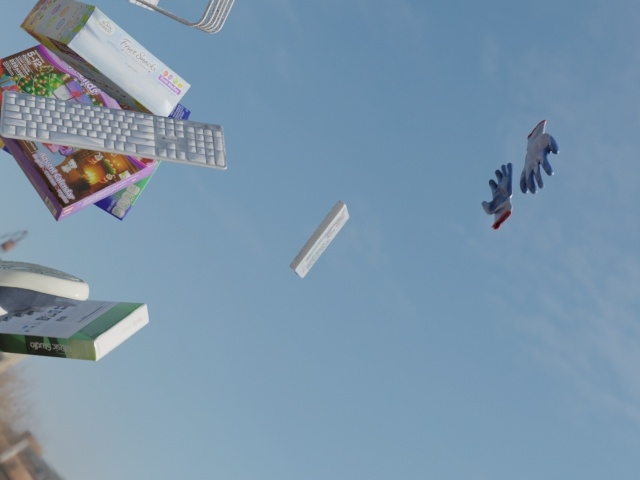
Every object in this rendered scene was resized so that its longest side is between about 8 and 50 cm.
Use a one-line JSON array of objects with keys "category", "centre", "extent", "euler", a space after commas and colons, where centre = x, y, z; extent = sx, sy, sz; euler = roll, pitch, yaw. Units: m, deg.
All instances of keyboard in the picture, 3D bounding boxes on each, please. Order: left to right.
[{"category": "keyboard", "centre": [-0.233, -0.125, 1.159], "extent": [0.072, 0.256, 0.014], "euler": [-104, -151, -44]}]

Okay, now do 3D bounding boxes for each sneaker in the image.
[{"category": "sneaker", "centre": [-0.509, 0.105, 1.437], "extent": [0.131, 0.350, 0.148], "euler": [-166, -100, -71]}]

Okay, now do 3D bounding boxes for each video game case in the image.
[{"category": "video game case", "centre": [0.000, 0.000, 1.949], "extent": [0.019, 0.157, 0.143], "euler": [37, -4, 9]}]

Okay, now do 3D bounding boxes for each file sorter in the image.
[{"category": "file sorter", "centre": [-0.273, -0.547, 2.112], "extent": [0.173, 0.193, 0.277], "euler": [25, 8, -2]}]

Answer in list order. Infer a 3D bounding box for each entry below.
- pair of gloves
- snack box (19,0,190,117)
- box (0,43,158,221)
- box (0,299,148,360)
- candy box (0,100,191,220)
[{"category": "pair of gloves", "centre": [0.333, -0.105, 1.697], "extent": [0.023, 0.159, 0.198], "euler": [28, -53, -13]}, {"category": "snack box", "centre": [-0.299, -0.255, 1.400], "extent": [0.174, 0.070, 0.207], "euler": [39, -5, -37]}, {"category": "box", "centre": [-0.448, -0.202, 1.764], "extent": [0.293, 0.201, 0.057], "euler": [54, -34, 6]}, {"category": "box", "centre": [-0.607, 0.207, 2.421], "extent": [0.322, 0.232, 0.058], "euler": [1, -71, 23]}, {"category": "candy box", "centre": [-0.484, -0.243, 2.164], "extent": [0.317, 0.268, 0.122], "euler": [32, 18, -12]}]
